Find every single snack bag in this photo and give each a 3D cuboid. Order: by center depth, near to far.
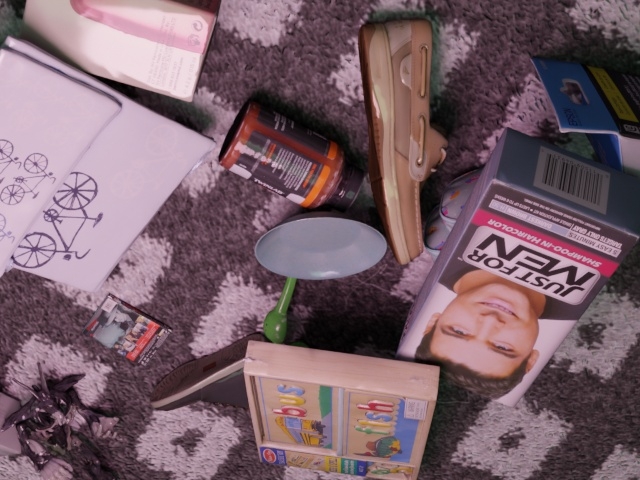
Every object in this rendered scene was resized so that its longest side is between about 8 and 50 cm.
[{"bbox_3d":[-0.353,-0.072,1.349,0.342,0.037,0.323,25,113,-42],"label":"snack bag"}]

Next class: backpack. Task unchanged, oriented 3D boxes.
[{"bbox_3d":[0.240,-0.018,1.462,0.188,0.166,0.144,-23,120,26],"label":"backpack"}]

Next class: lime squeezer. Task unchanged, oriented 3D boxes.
[{"bbox_3d":[-0.028,0.153,1.626,0.110,0.059,0.310,-31,116,-18],"label":"lime squeezer"}]

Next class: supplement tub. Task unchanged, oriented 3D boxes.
[{"bbox_3d":[-0.038,-0.112,1.443,0.198,0.106,0.106,26,115,-13],"label":"supplement tub"}]

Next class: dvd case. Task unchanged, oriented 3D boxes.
[{"bbox_3d":[-0.311,0.145,1.633,0.119,0.013,0.087,31,114,-17],"label":"dvd case"}]

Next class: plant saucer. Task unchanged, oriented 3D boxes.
[{"bbox_3d":[0.000,0.000,1.489,0.195,0.037,0.195,-1,151,-1],"label":"plant saucer"}]

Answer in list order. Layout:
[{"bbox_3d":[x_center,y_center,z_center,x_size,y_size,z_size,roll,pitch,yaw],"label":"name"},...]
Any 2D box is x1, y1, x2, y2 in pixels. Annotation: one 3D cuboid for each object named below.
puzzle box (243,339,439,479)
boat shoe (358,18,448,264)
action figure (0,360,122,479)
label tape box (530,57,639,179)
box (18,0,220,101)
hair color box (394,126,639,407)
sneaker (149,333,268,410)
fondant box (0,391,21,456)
[{"bbox_3d":[0.029,0.273,1.547,0.272,0.052,0.409,7,151,5],"label":"puzzle box"},{"bbox_3d":[0.125,-0.133,1.404,0.110,0.121,0.341,-8,107,-5],"label":"boat shoe"},{"bbox_3d":[-0.408,0.330,1.653,0.141,0.164,0.276,17,134,40],"label":"action figure"},{"bbox_3d":[0.453,-0.127,1.355,0.347,0.249,0.115,9,120,-4],"label":"label tape box"},{"bbox_3d":[-0.256,-0.291,1.321,0.232,0.148,0.127,15,117,-9],"label":"box"},{"bbox_3d":[0.248,0.048,1.322,0.185,0.113,0.374,22,137,1],"label":"hair color box"},{"bbox_3d":[-0.162,0.250,1.650,0.222,0.083,0.118,-25,116,11],"label":"sneaker"},{"bbox_3d":[-0.675,0.300,1.597,0.330,0.096,0.238,-9,158,6],"label":"fondant box"}]
